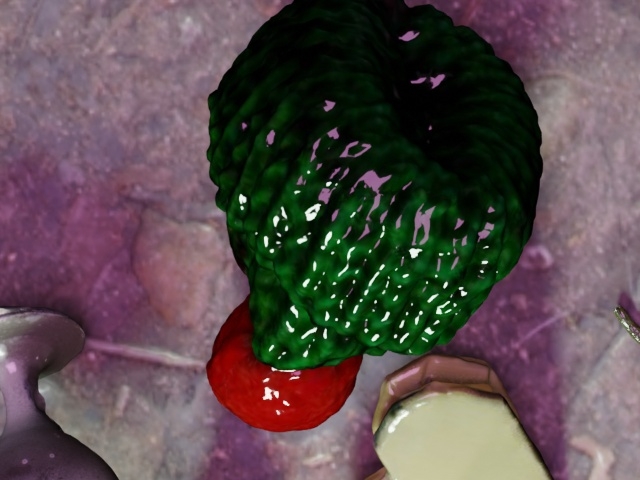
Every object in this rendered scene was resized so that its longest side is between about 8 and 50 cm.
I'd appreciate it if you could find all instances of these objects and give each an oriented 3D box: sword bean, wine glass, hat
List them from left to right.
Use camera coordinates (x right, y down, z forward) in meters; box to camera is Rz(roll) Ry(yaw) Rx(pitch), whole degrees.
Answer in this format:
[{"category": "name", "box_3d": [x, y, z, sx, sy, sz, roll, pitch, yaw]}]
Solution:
[{"category": "wine glass", "box_3d": [-0.212, 0.178, 1.453, 0.126, 0.126, 0.241, -20, 60, 8]}, {"category": "hat", "box_3d": [0.000, 0.000, 1.418, 0.242, 0.274, 0.332, 27, 124, -8]}, {"category": "sword bean", "box_3d": [0.254, 0.083, 1.494, 0.012, 0.012, 0.083, -43, 90, 9]}]

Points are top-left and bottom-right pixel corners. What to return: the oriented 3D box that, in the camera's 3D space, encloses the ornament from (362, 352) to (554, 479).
[{"category": "ornament", "box_3d": [0.108, 0.192, 1.486, 0.180, 0.059, 0.201, 12, 114, -20]}]
